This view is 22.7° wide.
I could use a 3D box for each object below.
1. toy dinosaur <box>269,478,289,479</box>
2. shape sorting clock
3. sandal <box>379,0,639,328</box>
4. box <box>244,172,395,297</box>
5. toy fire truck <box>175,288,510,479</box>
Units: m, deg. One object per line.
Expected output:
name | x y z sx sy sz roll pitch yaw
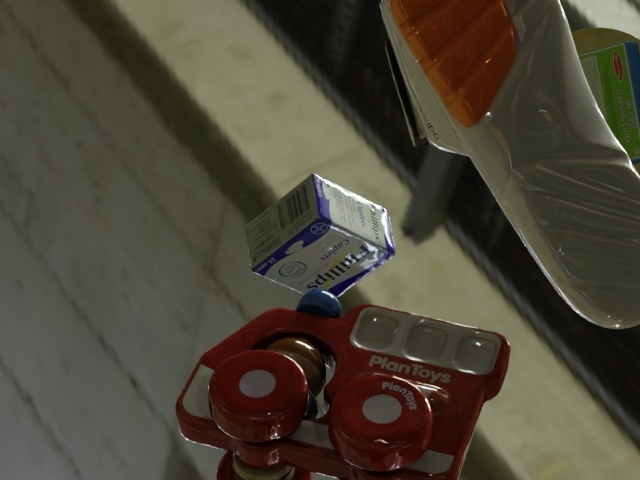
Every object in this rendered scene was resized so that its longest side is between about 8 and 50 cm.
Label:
toy dinosaur | 0.039 0.268 1.414 0.211 0.112 0.064 15 -13 12
shape sorting clock | 0.322 -0.149 1.885 0.206 0.040 0.206 -3 -95 32
sandal | 0.092 -0.065 0.854 0.265 0.102 0.076 66 -28 12
box | 0.000 0.000 1.945 0.126 0.137 0.072 -37 -133 31
toy fire truck | 0.022 0.160 1.625 0.302 0.254 0.169 12 -47 16
